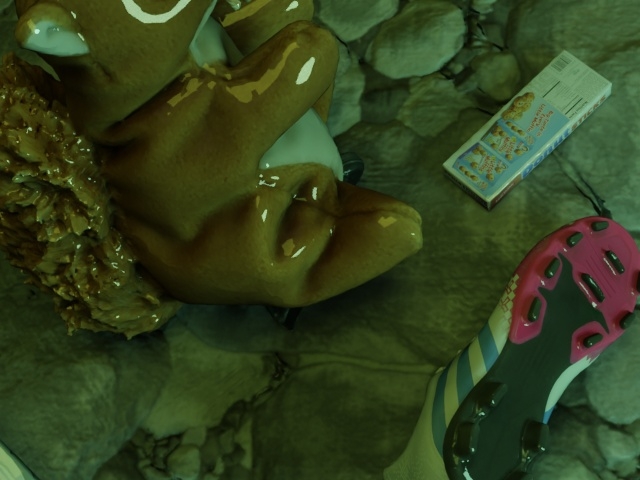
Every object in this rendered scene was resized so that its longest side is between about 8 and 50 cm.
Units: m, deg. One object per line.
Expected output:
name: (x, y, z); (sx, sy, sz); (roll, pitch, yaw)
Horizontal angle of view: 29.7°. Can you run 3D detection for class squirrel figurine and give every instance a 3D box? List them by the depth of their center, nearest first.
squirrel figurine: (-0.170, -0.100, 1.046); (0.397, 0.370, 0.281); (-28, 48, 14)

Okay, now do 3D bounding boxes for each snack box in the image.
snack box: (0.205, -0.111, 1.197); (0.178, 0.022, 0.064); (-43, 66, -11)

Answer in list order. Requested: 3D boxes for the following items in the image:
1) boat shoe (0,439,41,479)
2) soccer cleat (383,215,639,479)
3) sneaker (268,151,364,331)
boat shoe: (-0.387, 0.177, 1.123); (0.320, 0.118, 0.103); (36, 72, 17)
soccer cleat: (0.163, 0.101, 1.057); (0.116, 0.143, 0.331); (49, 56, -11)
sneaker: (-0.001, -0.001, 1.170); (0.170, 0.051, 0.089); (-43, 63, -5)
